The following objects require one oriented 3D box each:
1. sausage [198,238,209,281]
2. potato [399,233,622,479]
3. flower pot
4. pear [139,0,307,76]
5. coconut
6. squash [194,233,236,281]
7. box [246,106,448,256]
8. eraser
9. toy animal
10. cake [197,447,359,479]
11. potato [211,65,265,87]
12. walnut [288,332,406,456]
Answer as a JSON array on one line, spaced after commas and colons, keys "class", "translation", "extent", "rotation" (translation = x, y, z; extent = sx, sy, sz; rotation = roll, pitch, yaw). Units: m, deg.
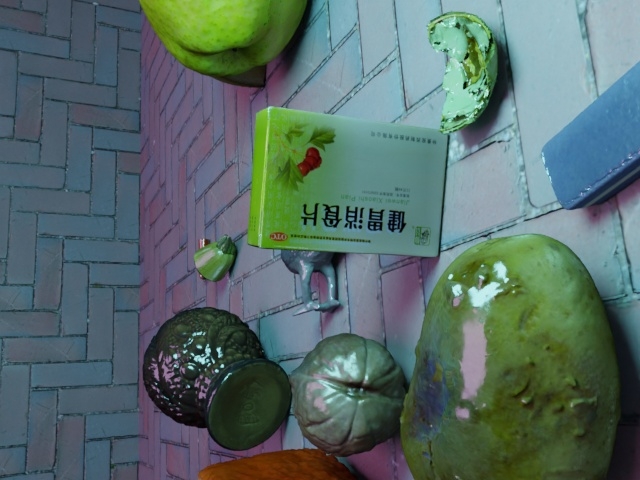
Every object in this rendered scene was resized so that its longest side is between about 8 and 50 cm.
[{"class": "sausage", "translation": [-0.348, 0.061, 1.872], "extent": [0.034, 0.034, 0.129], "rotation": [-23, 67, 62]}, {"class": "potato", "translation": [0.182, 0.144, 0.616], "extent": [0.210, 0.173, 0.307], "rotation": [-156, 69, -65]}, {"class": "flower pot", "translation": [-0.210, 0.300, 1.330], "extent": [0.267, 0.267, 0.266], "rotation": [22, 108, 52]}, {"class": "pear", "translation": [-0.198, -0.520, 1.257], "extent": [0.391, 0.392, 0.390], "rotation": [-13, 76, 63]}, {"class": "coconut", "translation": [0.183, -0.212, 0.784], "extent": [0.133, 0.055, 0.157], "rotation": [2, 90, 63]}, {"class": "squash", "translation": [-0.256, 0.033, 1.648], "extent": [0.132, 0.105, 0.105], "rotation": [-38, 52, 34]}, {"class": "box", "translation": [0.039, -0.071, 0.831], "extent": [0.062, 0.261, 0.175], "rotation": [-170, 84, -67]}, {"class": "eraser", "translation": [0.295, -0.115, 0.563], "extent": [0.225, 0.036, 0.081], "rotation": [-51, 44, 50]}, {"class": "toy animal", "translation": [-0.009, 0.035, 1.124], "extent": [0.367, 0.081, 0.205], "rotation": [-1, 89, 60]}, {"class": "cake", "translation": [-0.066, 0.516, 0.978], "extent": [0.269, 0.270, 0.319], "rotation": [5, 91, 64]}, {"class": "potato", "translation": [-0.260, -0.511, 1.501], "extent": [0.112, 0.255, 0.269], "rotation": [2, 89, 63]}, {"class": "walnut", "translation": [0.033, 0.228, 0.931], "extent": [0.230, 0.178, 0.177], "rotation": [149, 121, -73]}]
